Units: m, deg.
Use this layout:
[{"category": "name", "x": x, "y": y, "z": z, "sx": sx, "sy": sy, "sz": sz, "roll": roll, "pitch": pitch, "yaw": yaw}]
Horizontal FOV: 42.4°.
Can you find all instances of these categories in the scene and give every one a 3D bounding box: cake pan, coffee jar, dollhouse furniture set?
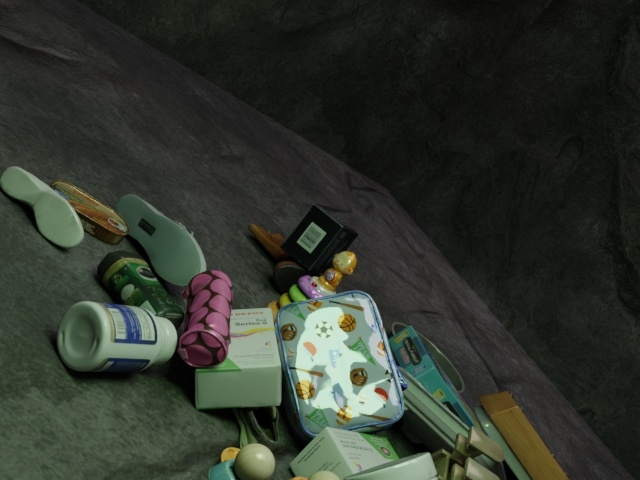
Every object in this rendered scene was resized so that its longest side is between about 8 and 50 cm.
[{"category": "cake pan", "x": 0.310, "y": 0.367, "z": 2.491, "sx": 0.293, "sy": 0.054, "sz": 0.293, "roll": 38, "pitch": 15, "yaw": -12}, {"category": "coffee jar", "x": -0.345, "y": 0.101, "z": 1.571, "sx": 0.184, "sy": 0.079, "sz": 0.096, "roll": 49, "pitch": 16, "yaw": 25}, {"category": "dollhouse furniture set", "x": 0.281, "y": 0.538, "z": 1.658, "sx": 0.161, "sy": 0.212, "sz": 0.242, "roll": 36, "pitch": 42, "yaw": -15}]

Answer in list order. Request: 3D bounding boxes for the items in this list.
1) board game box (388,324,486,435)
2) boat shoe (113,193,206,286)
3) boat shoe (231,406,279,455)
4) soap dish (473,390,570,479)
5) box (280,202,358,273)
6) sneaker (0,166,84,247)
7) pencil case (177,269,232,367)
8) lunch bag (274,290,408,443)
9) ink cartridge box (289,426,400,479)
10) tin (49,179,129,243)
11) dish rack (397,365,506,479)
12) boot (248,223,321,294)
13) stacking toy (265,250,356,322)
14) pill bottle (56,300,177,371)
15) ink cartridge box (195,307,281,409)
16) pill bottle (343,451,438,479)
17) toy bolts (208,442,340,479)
[{"category": "board game box", "x": 0.316, "y": 0.409, "z": 2.118, "sx": 0.336, "sy": 0.079, "sz": 0.254, "roll": 55, "pitch": 4, "yaw": -19}, {"category": "boat shoe", "x": -0.335, "y": 0.008, "z": 1.808, "sx": 0.306, "sy": 0.113, "sz": 0.105, "roll": 32, "pitch": 2, "yaw": 34}, {"category": "boat shoe", "x": -0.112, "y": 0.325, "z": 1.522, "sx": 0.080, "sy": 0.073, "sz": 0.223, "roll": 34, "pitch": 17, "yaw": -26}, {"category": "soap dish", "x": 0.549, "y": 0.558, "z": 2.259, "sx": 0.290, "sy": 0.118, "sz": 0.229, "roll": 56, "pitch": 4, "yaw": 0}, {"category": "box", "x": 0.000, "y": 0.000, "z": 2.257, "sx": 0.108, "sy": 0.153, "sz": 0.207, "roll": 39, "pitch": 3, "yaw": 14}, {"category": "sneaker", "x": -0.527, "y": -0.065, "z": 1.618, "sx": 0.212, "sy": 0.080, "sz": 0.094, "roll": 44, "pitch": 3, "yaw": 14}, {"category": "pencil case", "x": -0.211, "y": 0.143, "z": 1.497, "sx": 0.098, "sy": 0.095, "sz": 0.209, "roll": -5, "pitch": 27, "yaw": -1}, {"category": "lunch bag", "x": 0.039, "y": 0.260, "z": 1.663, "sx": 0.115, "sy": 0.243, "sz": 0.303, "roll": 113, "pitch": -35, "yaw": -64}, {"category": "ink cartridge box", "x": 0.098, "y": 0.490, "z": 1.494, "sx": 0.201, "sy": 0.117, "sz": 0.278, "roll": 24, "pitch": 23, "yaw": -47}, {"category": "tin", "x": -0.493, "y": -0.059, "z": 1.744, "sx": 0.190, "sy": 0.040, "sz": 0.106, "roll": 34, "pitch": 20, "yaw": -24}, {"category": "dish rack", "x": 0.280, "y": 0.458, "z": 1.892, "sx": 0.333, "sy": 0.072, "sz": 0.285, "roll": 39, "pitch": -18, "yaw": 36}, {"category": "boot", "x": -0.110, "y": 0.038, "z": 2.303, "sx": 0.280, "sy": 0.096, "sz": 0.264, "roll": 49, "pitch": 17, "yaw": 31}, {"category": "stacking toy", "x": -0.022, "y": 0.143, "z": 1.813, "sx": 0.166, "sy": 0.301, "sz": 0.175, "roll": 27, "pitch": 17, "yaw": -44}, {"category": "pill bottle", "x": -0.330, "y": 0.163, "z": 1.370, "sx": 0.112, "sy": 0.112, "sz": 0.187, "roll": 49, "pitch": 16, "yaw": 28}, {"category": "ink cartridge box", "x": -0.159, "y": 0.217, "z": 1.552, "sx": 0.155, "sy": 0.093, "sz": 0.212, "roll": -2, "pitch": 24, "yaw": -7}, {"category": "pill bottle", "x": 0.149, "y": 0.500, "z": 1.233, "sx": 0.188, "sy": 0.188, "sz": 0.333, "roll": 10, "pitch": 60, "yaw": -63}, {"category": "toy bolts", "x": -0.093, "y": 0.368, "z": 1.283, "sx": 0.229, "sy": 0.158, "sz": 0.218, "roll": 25, "pitch": 22, "yaw": -47}]
